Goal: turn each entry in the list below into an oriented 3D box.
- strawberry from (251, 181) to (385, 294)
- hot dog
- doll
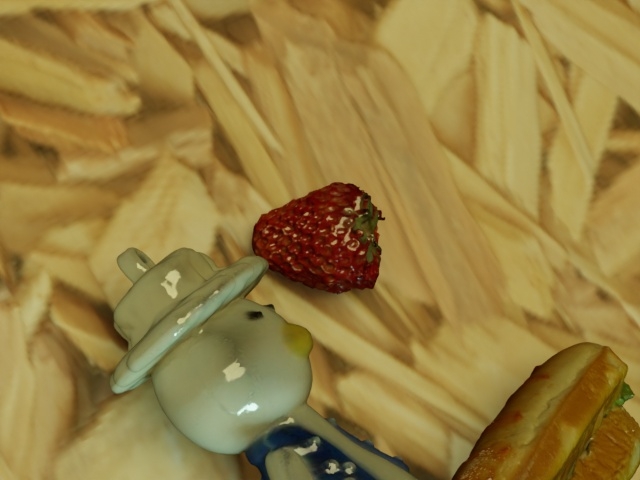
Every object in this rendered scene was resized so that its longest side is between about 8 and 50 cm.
[{"bbox_3d":[0.000,0.000,1.194,0.083,0.073,0.073,-9,70,18],"label":"strawberry"},{"bbox_3d":[0.125,0.139,1.136,0.250,0.076,0.104,-46,125,-56],"label":"hot dog"},{"bbox_3d":[-0.018,0.117,1.113,0.293,0.119,0.138,50,22,4],"label":"doll"}]
